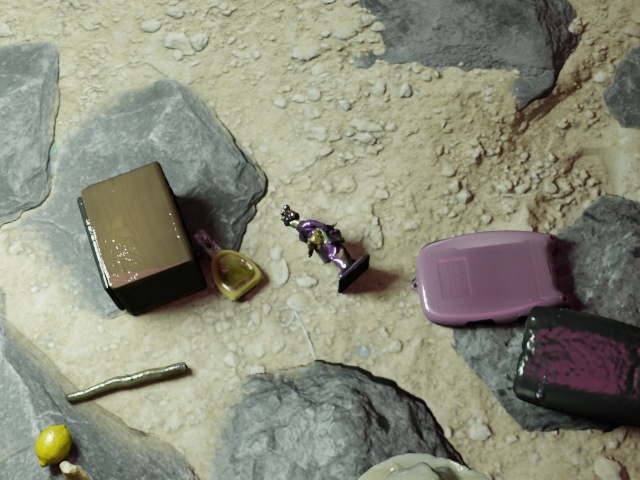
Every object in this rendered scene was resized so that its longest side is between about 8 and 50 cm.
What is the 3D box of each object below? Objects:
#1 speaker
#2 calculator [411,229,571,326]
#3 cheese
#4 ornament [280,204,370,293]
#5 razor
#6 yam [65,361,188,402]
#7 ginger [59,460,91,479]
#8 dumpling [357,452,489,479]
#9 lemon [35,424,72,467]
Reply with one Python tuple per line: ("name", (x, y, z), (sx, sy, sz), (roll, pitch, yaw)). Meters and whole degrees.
("speaker", (-0.340, -0.004, 1.848), (0.193, 0.153, 0.230), (-21, 66, -5))
("calculator", (0.319, 0.069, 1.829), (0.294, 0.043, 0.194), (-6, 66, 3))
("cheese", (-0.191, 0.040, 1.881), (0.086, 0.036, 0.162), (-38, 69, -14))
("ornament", (0.002, 0.005, 1.862), (0.088, 0.081, 0.203), (-43, 68, -16))
("razor", (0.516, 0.231, 1.707), (0.327, 0.107, 0.189), (12, 71, 9))
("yam", (-0.364, 0.263, 1.796), (0.234, 0.029, 0.027), (-15, 77, -2))
("ginger", (-0.404, 0.522, 1.660), (0.089, 0.075, 0.288), (-21, 69, 21))
("dumpling", (0.157, 0.441, 1.622), (0.243, 0.175, 0.227), (14, 37, -4))
("lemon", (-0.484, 0.372, 1.738), (0.062, 0.062, 0.083), (24, 73, 14))
